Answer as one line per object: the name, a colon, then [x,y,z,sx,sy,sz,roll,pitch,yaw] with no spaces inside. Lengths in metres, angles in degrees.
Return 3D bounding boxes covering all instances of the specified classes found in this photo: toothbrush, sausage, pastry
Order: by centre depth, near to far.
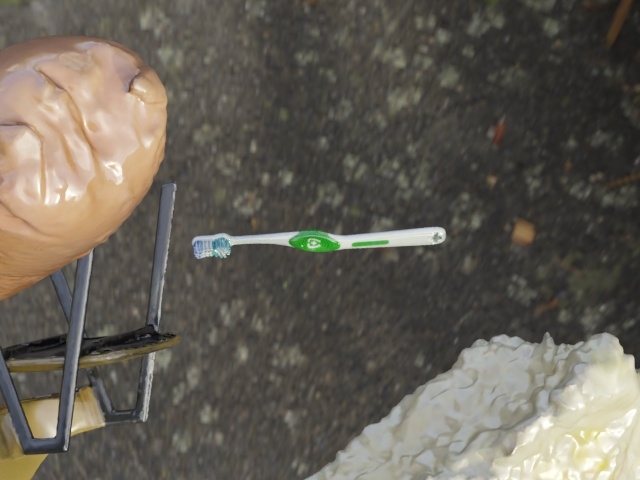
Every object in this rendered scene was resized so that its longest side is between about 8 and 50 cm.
sausage: [-0.134,-0.021,0.698,0.086,0.289,0.086,4,79,-21]
pastry: [0.039,0.131,0.727,0.258,0.121,0.089,-44,54,-5]
toothbrush: [0.000,-0.001,1.986,0.303,0.030,0.030,-3,68,-8]

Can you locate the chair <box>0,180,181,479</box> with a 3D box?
chair: [-0.203,0.083,1.335,0.172,0.158,0.247,-8,91,17]
